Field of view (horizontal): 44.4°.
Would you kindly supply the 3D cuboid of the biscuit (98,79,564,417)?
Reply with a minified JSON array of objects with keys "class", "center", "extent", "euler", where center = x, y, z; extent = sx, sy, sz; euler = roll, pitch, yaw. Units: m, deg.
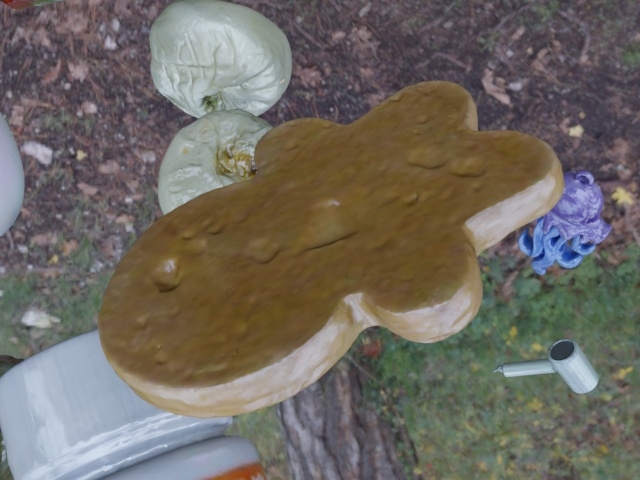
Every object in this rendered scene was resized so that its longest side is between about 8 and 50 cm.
[{"class":"biscuit","center":[0.001,0.002,0.598],"extent":[0.354,0.275,0.052],"euler":[-34,132,-10]}]

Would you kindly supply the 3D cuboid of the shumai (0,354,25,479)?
[{"class":"shumai","center":[-0.606,0.306,1.265],"extent":[0.288,0.292,0.330],"euler":[14,140,1]}]

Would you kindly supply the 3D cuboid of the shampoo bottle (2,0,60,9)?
[{"class":"shampoo bottle","center":[-0.354,-0.435,1.250],"extent":[0.314,0.118,0.076],"euler":[-8,104,10]}]

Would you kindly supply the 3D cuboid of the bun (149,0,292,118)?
[{"class":"bun","center":[-0.160,-0.268,1.226],"extent":[0.229,0.145,0.229],"euler":[9,163,3]}]

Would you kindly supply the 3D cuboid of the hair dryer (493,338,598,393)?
[{"class":"hair dryer","center":[0.263,0.156,0.944],"extent":[0.124,0.038,0.063],"euler":[-16,125,41]}]

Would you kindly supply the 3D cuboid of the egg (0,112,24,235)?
[{"class":"egg","center":[-0.654,-0.121,1.273],"extent":[0.339,0.354,0.355],"euler":[31,116,-9]}]

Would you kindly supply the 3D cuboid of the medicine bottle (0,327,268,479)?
[{"class":"medicine bottle","center":[-0.129,0.268,0.660],"extent":[0.211,0.372,0.211],"euler":[-21,164,-6]}]

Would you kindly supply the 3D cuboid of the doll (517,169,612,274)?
[{"class":"doll","center":[0.294,-0.020,0.967],"extent":[0.067,0.110,0.206],"euler":[-50,163,-30]}]

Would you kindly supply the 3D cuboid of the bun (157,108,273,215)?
[{"class":"bun","center":[-0.124,-0.087,1.126],"extent":[0.222,0.127,0.223],"euler":[2,85,-27]}]
